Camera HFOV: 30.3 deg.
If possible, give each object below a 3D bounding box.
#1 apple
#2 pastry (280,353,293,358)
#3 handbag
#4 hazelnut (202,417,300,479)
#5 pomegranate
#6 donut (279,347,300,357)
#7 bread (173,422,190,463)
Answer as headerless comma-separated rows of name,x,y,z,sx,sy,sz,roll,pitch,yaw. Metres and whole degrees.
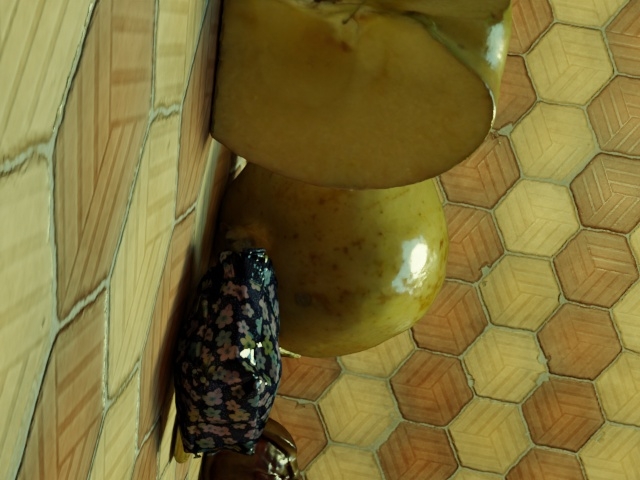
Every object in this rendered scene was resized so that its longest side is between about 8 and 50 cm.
apple,0.046,-0.216,1.303,0.252,0.309,0.314,97,6,-83
pastry,-0.068,0.126,2.210,0.103,0.188,0.189,-84,-177,-56
handbag,-0.108,0.130,1.409,0.229,0.126,0.208,99,-4,-53
hazelnut,-0.130,0.404,2.114,0.160,0.170,0.202,-122,-153,-51
pomegranate,0.000,0.000,1.579,0.342,0.342,0.343,11,90,-89
donut,-0.107,0.178,2.094,0.181,0.078,0.146,-36,133,-37
bread,-0.177,0.245,1.583,0.110,0.024,0.110,12,90,-89
